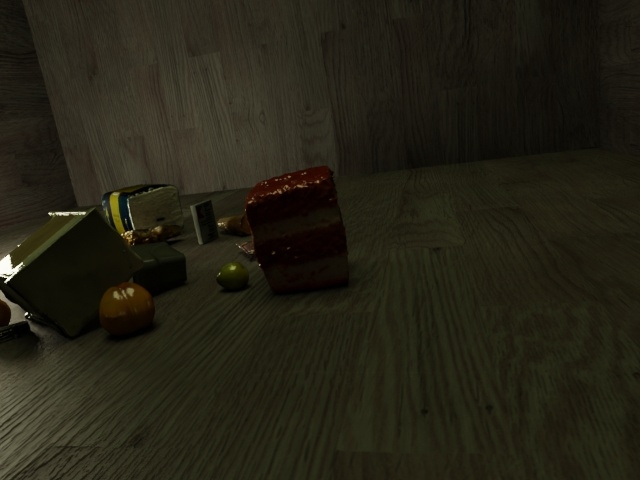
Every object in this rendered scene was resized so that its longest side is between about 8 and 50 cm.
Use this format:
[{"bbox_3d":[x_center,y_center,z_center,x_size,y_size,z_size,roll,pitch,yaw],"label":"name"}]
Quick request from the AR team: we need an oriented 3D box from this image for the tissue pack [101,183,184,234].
[{"bbox_3d":[-0.911,-0.151,2.531,0.264,0.253,0.417,-19,16,-37],"label":"tissue pack"}]

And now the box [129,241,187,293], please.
[{"bbox_3d":[-0.564,0.083,1.644,0.178,0.138,0.274,-12,19,-33],"label":"box"}]

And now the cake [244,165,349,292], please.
[{"bbox_3d":[-0.061,-0.030,1.452,0.270,0.319,0.269,-13,16,3],"label":"cake"}]

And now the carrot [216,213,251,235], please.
[{"bbox_3d":[-0.403,-0.078,2.279,0.263,0.101,0.102,4,19,44],"label":"carrot"}]

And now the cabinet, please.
[{"bbox_3d":[-0.740,0.082,1.412,0.318,0.227,0.290,3,45,42],"label":"cabinet"}]

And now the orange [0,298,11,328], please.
[{"bbox_3d":[-0.962,0.216,1.412,0.136,0.117,0.135,-13,9,2],"label":"orange"}]

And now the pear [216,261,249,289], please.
[{"bbox_3d":[-0.268,0.106,1.505,0.097,0.092,0.092,-13,15,-19],"label":"pear"}]

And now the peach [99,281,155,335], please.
[{"bbox_3d":[-0.505,0.175,1.288,0.138,0.138,0.138,-8,14,2],"label":"peach"}]

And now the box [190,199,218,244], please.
[{"bbox_3d":[-0.507,-0.082,2.181,0.036,0.177,0.115,0,18,27],"label":"box"}]

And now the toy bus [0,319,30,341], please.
[{"bbox_3d":[-0.874,0.256,1.363,0.131,0.036,0.052,-17,15,-33],"label":"toy bus"}]

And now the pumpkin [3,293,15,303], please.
[{"bbox_3d":[-0.961,0.138,1.667,0.202,0.140,0.202,-10,12,2],"label":"pumpkin"}]

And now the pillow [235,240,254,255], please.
[{"bbox_3d":[-0.243,0.031,1.866,0.118,0.043,0.185,-5,14,-22],"label":"pillow"}]

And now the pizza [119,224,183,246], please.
[{"bbox_3d":[-0.772,-0.008,2.230,0.306,0.085,0.161,-12,-7,-20],"label":"pizza"}]
